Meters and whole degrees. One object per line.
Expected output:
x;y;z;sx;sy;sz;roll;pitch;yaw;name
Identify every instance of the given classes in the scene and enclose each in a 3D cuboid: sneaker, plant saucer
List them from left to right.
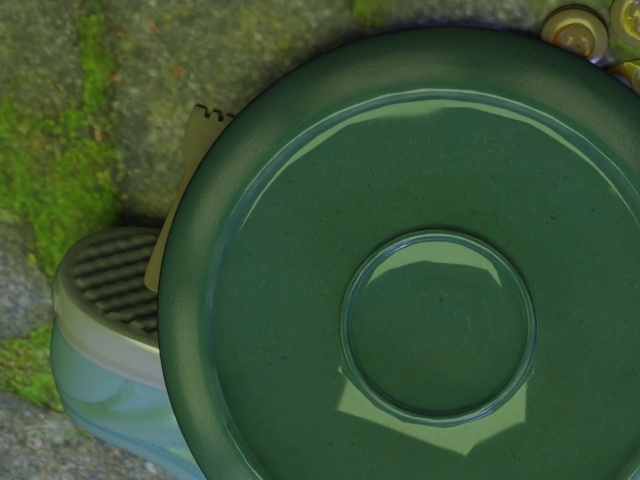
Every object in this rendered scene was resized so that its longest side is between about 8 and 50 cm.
0.004;0.118;0.882;0.366;0.135;0.150;25;134;8;sneaker
0.062;0.044;0.756;0.318;0.044;0.317;0;92;10;plant saucer

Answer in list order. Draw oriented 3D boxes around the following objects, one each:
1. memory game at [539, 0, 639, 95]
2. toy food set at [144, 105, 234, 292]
0.182;-0.054;0.785;0.186;0.012;0.186;7;123;10;memory game
0.000;0.000;0.811;0.192;0.038;0.132;16;81;4;toy food set
